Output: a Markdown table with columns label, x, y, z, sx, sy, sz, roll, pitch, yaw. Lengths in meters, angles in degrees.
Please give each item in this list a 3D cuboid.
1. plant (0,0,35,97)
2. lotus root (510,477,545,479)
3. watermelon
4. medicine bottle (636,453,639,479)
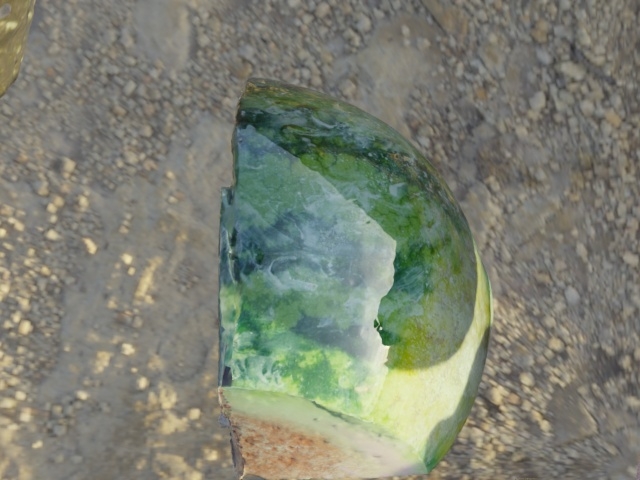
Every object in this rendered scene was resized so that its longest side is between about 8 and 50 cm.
| label | x | y | z | sx | sy | sz | roll | pitch | yaw |
| --- | --- | --- | --- | --- | --- | --- | --- | --- | --- |
| plant | -0.229 | -0.184 | 0.702 | 0.129 | 0.132 | 0.194 | 9 | 124 | -17 |
| lotus root | 0.169 | 0.266 | 0.981 | 0.220 | 0.118 | 0.125 | -23 | 61 | -26 |
| watermelon | 0.000 | 0.000 | 0.785 | 0.180 | 0.224 | 0.305 | -32 | 40 | 31 |
| medicine bottle | 0.303 | 0.250 | 0.782 | 0.202 | 0.316 | 0.202 | 11 | 126 | 15 |
